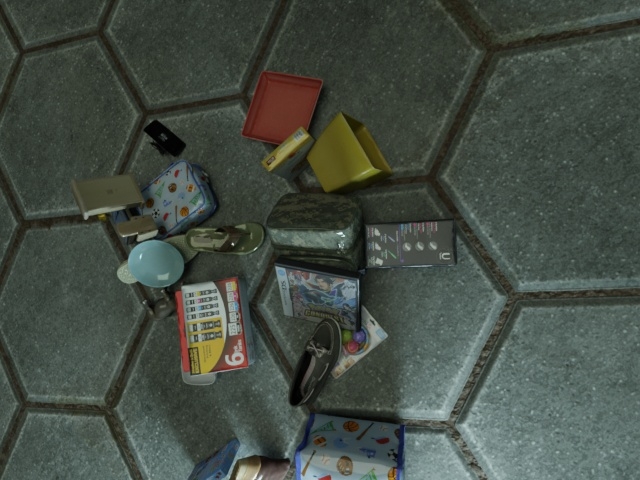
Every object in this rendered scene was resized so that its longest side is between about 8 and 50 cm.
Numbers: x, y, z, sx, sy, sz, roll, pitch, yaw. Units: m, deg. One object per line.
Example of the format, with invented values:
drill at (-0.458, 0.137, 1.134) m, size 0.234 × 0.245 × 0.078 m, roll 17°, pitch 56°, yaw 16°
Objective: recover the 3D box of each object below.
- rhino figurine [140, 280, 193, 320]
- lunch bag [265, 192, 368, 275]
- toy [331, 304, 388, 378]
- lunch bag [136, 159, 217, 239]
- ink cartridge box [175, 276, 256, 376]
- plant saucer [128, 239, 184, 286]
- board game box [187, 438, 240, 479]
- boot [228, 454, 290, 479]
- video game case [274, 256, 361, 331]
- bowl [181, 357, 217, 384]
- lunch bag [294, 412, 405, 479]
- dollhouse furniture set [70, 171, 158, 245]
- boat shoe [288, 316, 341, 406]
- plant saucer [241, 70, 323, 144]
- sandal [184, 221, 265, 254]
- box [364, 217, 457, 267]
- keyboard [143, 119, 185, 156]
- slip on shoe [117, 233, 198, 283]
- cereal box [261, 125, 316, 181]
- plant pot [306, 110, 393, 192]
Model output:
rhino figurine at (-0.577, 0.228, 1.540) m, size 0.243 × 0.073 × 0.106 m, roll -29°, pitch 99°, yaw 12°
lunch bag at (0.000, 0.000, 1.320) m, size 0.305 × 0.212 × 0.256 m, roll 2°, pitch 131°, yaw 17°
toy at (0.093, 0.347, 1.357) m, size 0.237 × 0.056 × 0.137 m, roll -42°, pitch 78°, yaw 10°
lunch bag at (-0.552, -0.157, 1.537) m, size 0.303 × 0.115 × 0.243 m, roll -33°, pitch 77°, yaw 13°
ink cartridge box at (-0.391, 0.304, 1.417) m, size 0.272 × 0.130 × 0.309 m, roll -10°, pitch 80°, yaw 1°
plant saucer at (-0.604, 0.081, 1.484) m, size 0.195 × 0.037 × 0.195 m, roll -4°, pitch 115°, yaw -8°
board game box at (-0.392, 0.814, 1.414) m, size 0.211 × 0.160 × 0.039 m, roll -39°, pitch 93°, yaw 11°
boot at (-0.228, 0.843, 1.353) m, size 0.090 × 0.207 × 0.248 m, roll 32°, pitch 98°, yaw 55°
video game case at (-0.004, 0.177, 1.289) m, size 0.275 × 0.035 × 0.248 m, roll 10°, pitch 131°, yaw 17°
bowl at (-0.448, 0.464, 1.504) m, size 0.142 × 0.053 × 0.142 m, roll -4°, pitch 86°, yaw 15°
lunch bag at (0.100, 0.783, 1.249) m, size 0.328 × 0.239 × 0.385 m, roll 3°, pitch 104°, yaw 15°
dollhouse furniture set at (-0.779, -0.060, 1.488) m, size 0.303 × 0.198 × 0.286 m, roll -44°, pitch 70°, yaw 48°
boat shoe at (-0.021, 0.411, 1.317) m, size 0.112 × 0.095 × 0.335 m, roll 30°, pitch 112°, yaw 32°
plant saucer at (-0.135, -0.470, 1.455) m, size 0.258 × 0.048 × 0.259 m, roll 17°, pitch 89°, yaw 21°
sandal at (-0.352, -0.003, 1.469) m, size 0.303 × 0.086 × 0.120 m, roll -5°, pitch 87°, yaw 1°
box at (0.284, 0.015, 1.263) m, size 0.270 × 0.165 × 0.143 m, roll -3°, pitch 86°, yaw 16°
keyboard at (-0.636, -0.401, 1.620) m, size 0.192 × 0.038 × 0.100 m, roll 40°, pitch 75°, yaw 15°
slip on shoe at (-0.619, 0.058, 1.547) m, size 0.331 × 0.101 × 0.123 m, roll -25°, pitch 114°, yaw 3°
cereal box at (-0.083, -0.282, 1.343) m, size 0.173 × 0.240 × 0.047 m, roll -40°, pitch 82°, yaw 11°
plant pot at (0.085, -0.264, 1.325) m, size 0.187 × 0.212 × 0.212 m, roll -33°, pitch 79°, yaw 25°
